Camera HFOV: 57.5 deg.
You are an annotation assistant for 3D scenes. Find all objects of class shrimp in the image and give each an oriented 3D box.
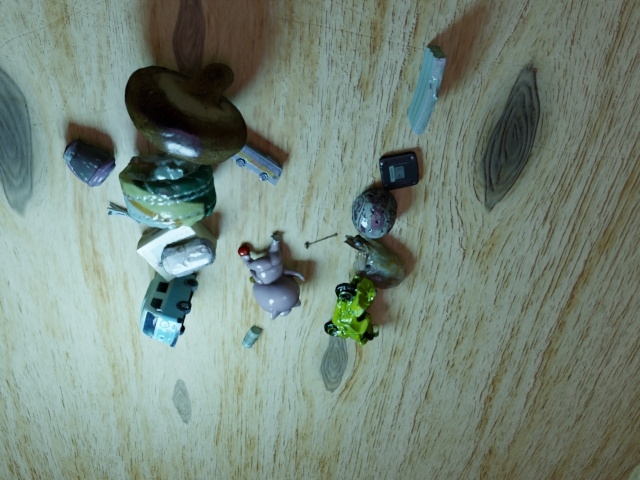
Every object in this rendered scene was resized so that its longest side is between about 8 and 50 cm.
[{"bbox_3d":[0.178,0.078,2.079,0.168,0.077,0.317,-39,121,24],"label":"shrimp"}]

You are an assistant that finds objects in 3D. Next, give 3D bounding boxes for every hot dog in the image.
[{"bbox_3d":[-0.434,0.056,1.921,0.191,0.059,0.108,-18,109,13],"label":"hot dog"}]

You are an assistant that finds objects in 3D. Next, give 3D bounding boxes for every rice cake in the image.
[{"bbox_3d":[0.308,-0.436,1.695,0.043,0.127,0.237,6,125,-10],"label":"rice cake"}]

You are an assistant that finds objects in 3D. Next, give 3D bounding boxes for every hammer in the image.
[{"bbox_3d":[0.000,0.000,2.050,0.123,0.014,0.029,-21,132,8],"label":"hammer"}]

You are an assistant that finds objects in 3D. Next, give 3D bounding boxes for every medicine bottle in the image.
[{"bbox_3d":[-0.270,0.378,2.275,0.047,0.047,0.083,23,120,-18],"label":"medicine bottle"}]

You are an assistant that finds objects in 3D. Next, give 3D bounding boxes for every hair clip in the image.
[{"bbox_3d":[-0.654,-0.083,1.944,0.115,0.030,0.039,23,139,-16],"label":"hair clip"}]

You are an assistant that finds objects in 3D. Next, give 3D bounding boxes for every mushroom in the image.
[{"bbox_3d":[-0.364,-0.340,1.601,0.345,0.345,0.239,0,126,-4],"label":"mushroom"}]

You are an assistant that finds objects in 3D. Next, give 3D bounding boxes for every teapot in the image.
[{"bbox_3d":[-0.715,-0.243,1.796,0.146,0.148,0.116,40,78,-14],"label":"teapot"}]

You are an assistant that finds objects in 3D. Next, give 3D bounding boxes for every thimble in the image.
[{"bbox_3d":[-0.463,-0.158,1.769,0.288,0.254,0.167,12,124,20],"label":"thimble"}]

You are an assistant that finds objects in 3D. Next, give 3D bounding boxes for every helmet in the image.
[{"bbox_3d":[0.181,-0.075,1.942,0.153,0.107,0.177,3,134,-2],"label":"helmet"}]

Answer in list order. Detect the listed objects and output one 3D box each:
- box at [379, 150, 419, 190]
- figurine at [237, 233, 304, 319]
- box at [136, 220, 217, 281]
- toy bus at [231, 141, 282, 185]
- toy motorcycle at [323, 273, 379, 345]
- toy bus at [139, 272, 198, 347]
[{"bbox_3d":[0.257,-0.225,1.899,0.125,0.027,0.126,-11,125,4],"label":"box"},{"bbox_3d":[-0.172,0.127,2.067,0.176,0.186,0.287,-31,106,-28],"label":"figurine"},{"bbox_3d":[-0.485,0.015,1.982,0.212,0.095,0.168,-29,119,15],"label":"box"},{"bbox_3d":[-0.206,-0.250,1.835,0.190,0.064,0.075,30,106,-22],"label":"toy bus"},{"bbox_3d":[0.131,0.278,2.162,0.206,0.142,0.342,9,138,-3],"label":"toy motorcycle"},{"bbox_3d":[-0.530,0.224,2.019,0.165,0.271,0.133,17,122,-11],"label":"toy bus"}]
